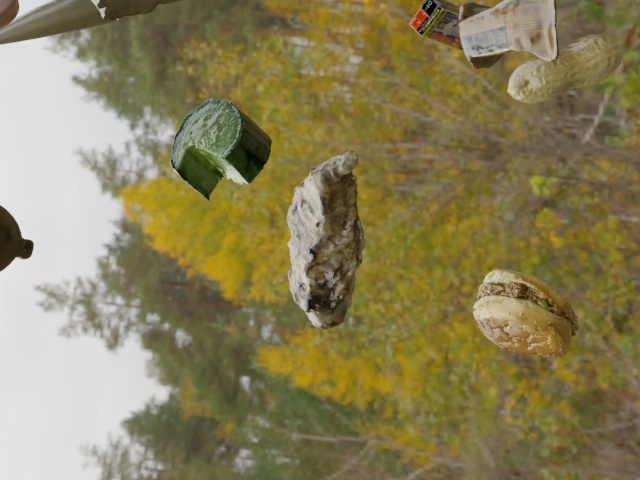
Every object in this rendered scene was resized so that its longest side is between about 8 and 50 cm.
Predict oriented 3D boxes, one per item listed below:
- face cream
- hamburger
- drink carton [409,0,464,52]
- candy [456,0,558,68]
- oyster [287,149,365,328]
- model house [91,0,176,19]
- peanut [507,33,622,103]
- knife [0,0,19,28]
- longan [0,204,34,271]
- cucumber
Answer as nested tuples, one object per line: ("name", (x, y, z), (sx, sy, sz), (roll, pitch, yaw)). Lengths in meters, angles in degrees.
("face cream", (-0.522, -0.435, 1.953), (0.137, 0.341, 0.084), (-132, 24, -66))
("hamburger", (0.401, 0.147, 1.974), (0.214, 0.213, 0.108), (90, -157, -66))
("drink carton", (0.250, -0.414, 1.923), (0.071, 0.165, 0.056), (-54, 54, 24))
("candy", (0.337, -0.371, 1.754), (0.271, 0.101, 0.143), (4, 110, 67))
("oyster", (-0.015, -0.021, 2.001), (0.111, 0.204, 0.396), (-15, -58, -39))
("model house", (-0.353, -0.592, 1.846), (0.298, 0.284, 0.243), (-25, -24, -48))
("peanut", (0.556, -0.392, 2.294), (0.125, 0.274, 0.111), (-121, 12, -87))
("knife", (-0.579, -0.275, 1.478), (0.336, 0.081, 0.043), (-51, -11, -28))
("longan", (-0.657, -0.001, 1.929), (0.185, 0.204, 0.159), (-20, 61, 61))
("cucumber", (-0.195, -0.190, 2.034), (0.130, 0.191, 0.191), (37, -129, -43))
